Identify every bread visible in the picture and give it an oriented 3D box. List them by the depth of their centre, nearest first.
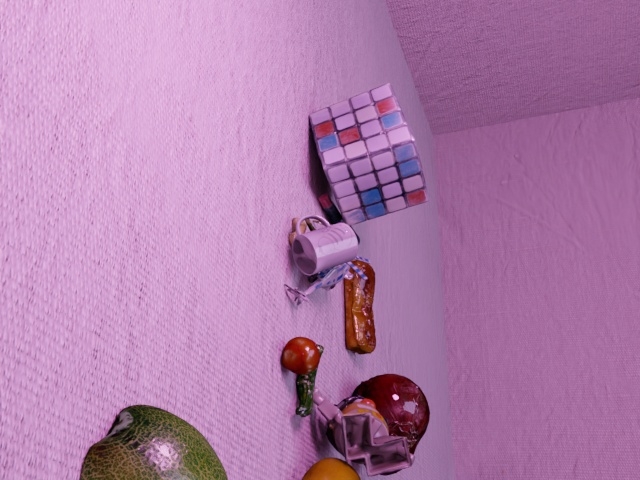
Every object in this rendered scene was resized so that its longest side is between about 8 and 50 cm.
[{"bbox_3d":[0.115,0.192,2.169,0.139,0.077,0.271,42,45,-59],"label":"bread"}]

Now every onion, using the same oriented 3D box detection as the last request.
[{"bbox_3d":[0.184,0.502,2.029,0.221,0.281,0.281,4,74,-28],"label":"onion"}]

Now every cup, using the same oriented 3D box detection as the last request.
[{"bbox_3d":[0.006,0.001,1.757,0.133,0.099,0.136,-17,95,-34],"label":"cup"}]

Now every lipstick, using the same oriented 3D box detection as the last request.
[{"bbox_3d":[0.047,-0.055,2.130,0.234,0.053,0.053,53,33,-49],"label":"lipstick"}]

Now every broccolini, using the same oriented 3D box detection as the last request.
[{"bbox_3d":[0.002,-0.007,1.930,0.218,0.042,0.044,63,25,-58],"label":"broccolini"}]

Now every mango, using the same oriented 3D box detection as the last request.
[{"bbox_3d":[0.031,0.579,1.639,0.331,0.142,0.195,41,45,-75],"label":"mango"}]

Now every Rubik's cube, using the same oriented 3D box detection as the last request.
[{"bbox_3d":[0.137,-0.235,2.067,0.256,0.259,0.253,63,10,-48],"label":"Rubik's cube"}]

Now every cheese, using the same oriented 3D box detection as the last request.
[{"bbox_3d":[-0.057,-0.022,1.805,0.044,0.030,0.083,48,37,-25],"label":"cheese"}]

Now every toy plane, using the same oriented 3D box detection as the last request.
[{"bbox_3d":[0.016,0.101,1.824,0.273,0.182,0.107,-68,177,-56],"label":"toy plane"}]

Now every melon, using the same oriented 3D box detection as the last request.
[{"bbox_3d":[-0.213,0.315,0.999,0.265,0.129,0.169,-60,136,-62],"label":"melon"}]

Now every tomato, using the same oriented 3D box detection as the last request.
[{"bbox_3d":[-0.045,0.255,1.627,0.075,0.087,0.087,-6,87,-48],"label":"tomato"}]

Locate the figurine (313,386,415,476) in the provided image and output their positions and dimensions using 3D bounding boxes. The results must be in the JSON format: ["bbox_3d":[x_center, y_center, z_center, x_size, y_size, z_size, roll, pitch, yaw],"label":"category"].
[{"bbox_3d":[0.093,0.449,1.746,0.308,0.143,0.308,51,-10,12],"label":"figurine"}]

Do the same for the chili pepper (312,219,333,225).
[{"bbox_3d":[0.049,-0.005,2.050,0.204,0.073,0.072,38,40,-67],"label":"chili pepper"}]

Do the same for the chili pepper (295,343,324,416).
[{"bbox_3d":[-0.030,0.321,1.681,0.073,0.050,0.182,121,-19,-56],"label":"chili pepper"}]
